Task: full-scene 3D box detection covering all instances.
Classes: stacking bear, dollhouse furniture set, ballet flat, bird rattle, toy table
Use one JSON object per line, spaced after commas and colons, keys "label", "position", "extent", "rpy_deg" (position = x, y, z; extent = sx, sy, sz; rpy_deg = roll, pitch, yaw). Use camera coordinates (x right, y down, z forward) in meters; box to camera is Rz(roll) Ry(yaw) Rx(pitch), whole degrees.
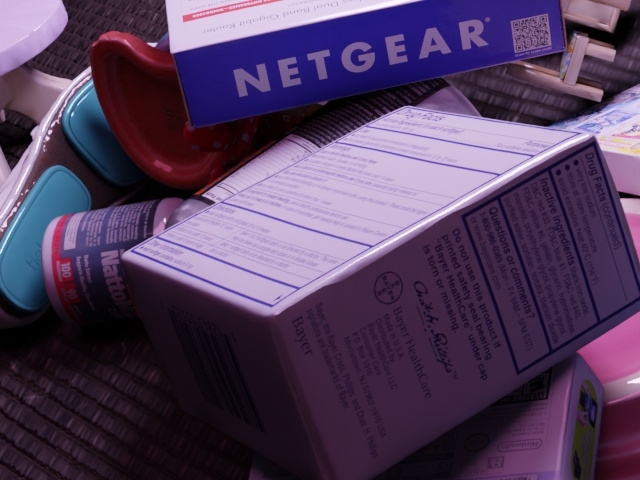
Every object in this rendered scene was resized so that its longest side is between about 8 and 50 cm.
{"label": "stacking bear", "position": [-0.080, -0.188, 1.962], "extent": [0.175, 0.164, 0.289], "rpy_deg": [16, 38, 27]}
{"label": "dollhouse furniture set", "position": [0.220, -0.264, 1.810], "extent": [0.161, 0.212, 0.242], "rpy_deg": [17, 10, 4]}
{"label": "ballet flat", "position": [-0.268, -0.062, 1.935], "extent": [0.139, 0.139, 0.400], "rpy_deg": [3, 43, 30]}
{"label": "bird rattle", "position": [-0.016, -0.106, 1.781], "extent": [0.143, 0.207, 0.253], "rpy_deg": [22, 52, 27]}
{"label": "toy table", "position": [-0.388, -0.158, 2.077], "extent": [0.274, 0.161, 0.252], "rpy_deg": [-14, 36, 9]}

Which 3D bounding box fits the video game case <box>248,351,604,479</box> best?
{"label": "video game case", "position": [0.063, 0.212, 1.377], "extent": [0.269, 0.061, 0.244], "rpy_deg": [-9, 50, 30]}

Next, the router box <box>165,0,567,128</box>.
{"label": "router box", "position": [0.025, -0.246, 1.704], "extent": [0.335, 0.082, 0.301], "rpy_deg": [-11, 37, 1]}

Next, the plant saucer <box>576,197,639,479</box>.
{"label": "plant saucer", "position": [0.222, 0.075, 1.525], "extent": [0.332, 0.084, 0.332], "rpy_deg": [-15, 36, 11]}

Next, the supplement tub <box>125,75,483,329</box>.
{"label": "supplement tub", "position": [0.000, 0.000, 1.643], "extent": [0.316, 0.194, 0.193], "rpy_deg": [-36, 38, -18]}

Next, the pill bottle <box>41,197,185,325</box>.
{"label": "pill bottle", "position": [-0.160, 0.016, 1.777], "extent": [0.180, 0.108, 0.108], "rpy_deg": [-10, 37, 17]}

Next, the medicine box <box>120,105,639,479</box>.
{"label": "medicine box", "position": [0.044, 0.030, 1.408], "extent": [0.289, 0.149, 0.263], "rpy_deg": [-28, 20, -22]}

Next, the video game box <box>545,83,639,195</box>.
{"label": "video game box", "position": [0.312, -0.101, 1.671], "extent": [0.187, 0.048, 0.205], "rpy_deg": [-23, 15, -17]}
